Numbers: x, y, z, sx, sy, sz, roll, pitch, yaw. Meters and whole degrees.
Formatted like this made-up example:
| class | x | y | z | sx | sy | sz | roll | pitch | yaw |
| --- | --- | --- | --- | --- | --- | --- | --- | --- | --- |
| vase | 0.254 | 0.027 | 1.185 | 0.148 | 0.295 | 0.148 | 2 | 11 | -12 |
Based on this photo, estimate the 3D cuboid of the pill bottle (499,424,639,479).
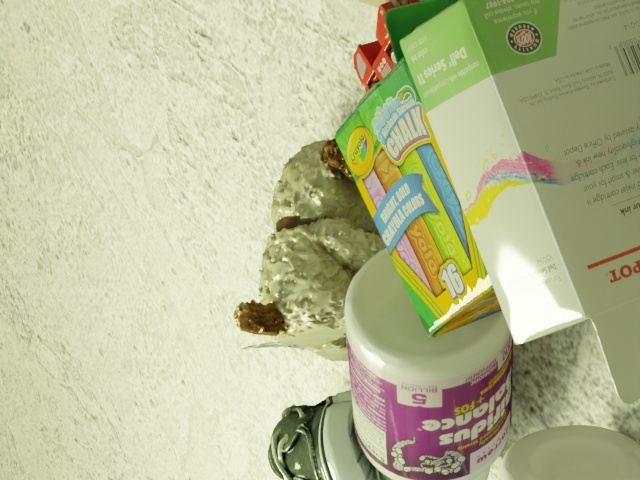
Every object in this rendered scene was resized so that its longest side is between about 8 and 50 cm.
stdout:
| class | x | y | z | sx | sy | sz | roll | pitch | yaw |
| --- | --- | --- | --- | --- | --- | --- | --- | --- | --- |
| pill bottle | 0.252 | 0.332 | 1.828 | 0.152 | 0.152 | 0.272 | 32 | 134 | 49 |

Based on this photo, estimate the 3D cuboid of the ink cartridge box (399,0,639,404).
| class | x | y | z | sx | sy | sz | roll | pitch | yaw |
| --- | --- | --- | --- | --- | --- | --- | --- | --- | --- |
| ink cartridge box | 0.232 | -0.046 | 1.576 | 0.119 | 0.207 | 0.353 | -27 | 83 | 59 |

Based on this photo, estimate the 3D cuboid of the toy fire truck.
| class | x | y | z | sx | sy | sz | roll | pitch | yaw |
| --- | --- | --- | --- | --- | --- | --- | --- | --- | --- |
| toy fire truck | 0.070 | -0.243 | 1.913 | 0.135 | 0.047 | 0.192 | 61 | 151 | 19 |

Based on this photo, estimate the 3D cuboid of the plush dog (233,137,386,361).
| class | x | y | z | sx | sy | sz | roll | pitch | yaw |
| --- | --- | --- | --- | --- | --- | --- | --- | --- | --- |
| plush dog | 0.000 | 0.000 | 2.068 | 0.262 | 0.210 | 0.225 | 146 | 126 | -61 |

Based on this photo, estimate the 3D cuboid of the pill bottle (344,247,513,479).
| class | x | y | z | sx | sy | sz | roll | pitch | yaw |
| --- | --- | --- | --- | --- | --- | --- | --- | --- | --- |
| pill bottle | 0.115 | 0.151 | 1.920 | 0.169 | 0.169 | 0.301 | 49 | 159 | 34 |

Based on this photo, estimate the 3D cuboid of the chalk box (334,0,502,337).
| class | x | y | z | sx | sy | sz | roll | pitch | yaw |
| --- | --- | --- | --- | --- | --- | --- | --- | --- | --- |
| chalk box | 0.145 | -0.089 | 1.739 | 0.289 | 0.180 | 0.179 | 66 | 151 | 12 |

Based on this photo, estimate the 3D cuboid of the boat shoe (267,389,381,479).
| class | x | y | z | sx | sy | sz | roll | pitch | yaw |
| --- | --- | --- | --- | --- | --- | --- | --- | --- | --- |
| boat shoe | 0.001 | 0.246 | 2.111 | 0.335 | 0.119 | 0.121 | -36 | -70 | -89 |
